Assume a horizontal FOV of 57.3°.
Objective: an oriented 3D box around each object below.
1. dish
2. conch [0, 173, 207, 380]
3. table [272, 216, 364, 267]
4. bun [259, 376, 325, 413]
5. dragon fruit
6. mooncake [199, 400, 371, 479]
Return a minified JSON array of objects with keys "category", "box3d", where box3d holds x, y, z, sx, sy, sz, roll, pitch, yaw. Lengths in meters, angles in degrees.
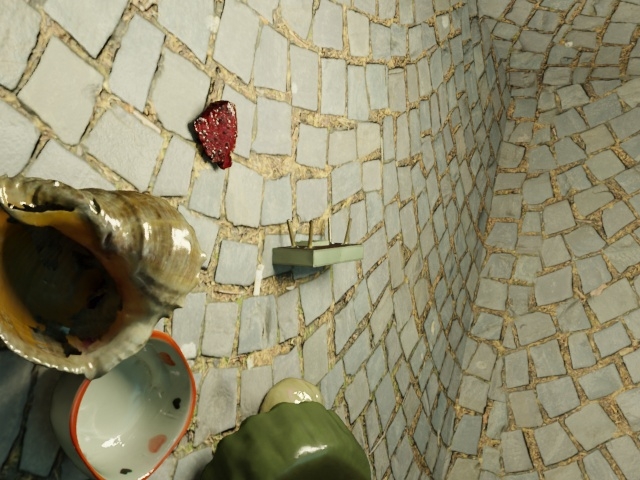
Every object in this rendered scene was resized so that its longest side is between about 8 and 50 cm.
[{"category":"dish","box3d":[-0.338,0.269,0.978,0.256,0.117,0.256,-8,99,-57]},{"category":"conch","box3d":[-0.357,0.043,0.872,0.352,0.210,0.297,30,66,-30]},{"category":"table","box3d":[0.000,0.000,1.470,0.240,0.121,0.111,-6,98,-57]},{"category":"bun","box3d":[-0.053,0.431,1.422,0.193,0.128,0.178,46,54,-51]},{"category":"dragon fruit","box3d":[-0.208,-0.219,1.212,0.097,0.063,0.131,-30,123,-15]},{"category":"mooncake","box3d":[-0.074,0.518,1.244,0.356,0.194,0.356,-17,124,-28]}]
